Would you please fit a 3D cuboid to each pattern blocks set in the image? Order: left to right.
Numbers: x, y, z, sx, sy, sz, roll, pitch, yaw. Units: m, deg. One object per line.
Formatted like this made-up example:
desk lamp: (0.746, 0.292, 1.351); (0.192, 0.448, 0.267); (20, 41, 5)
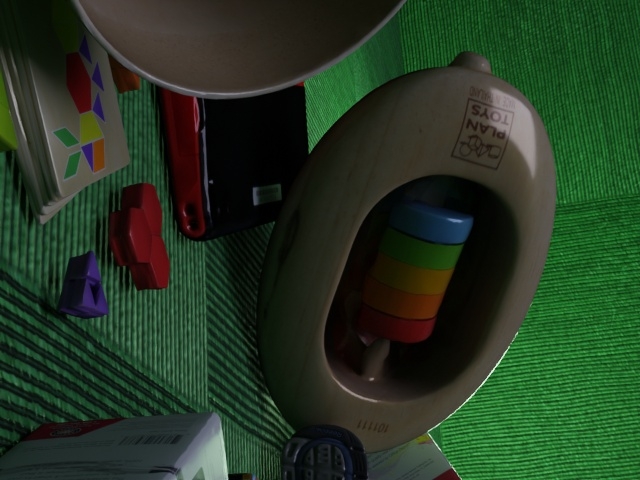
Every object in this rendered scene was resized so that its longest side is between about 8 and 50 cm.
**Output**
pattern blocks set: (-0.169, -0.111, 0.704); (0.285, 0.026, 0.324); (-27, 108, -79)

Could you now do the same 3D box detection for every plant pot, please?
plant pot: (-0.072, -0.255, 0.670); (0.191, 0.284, 0.284); (44, -16, 37)

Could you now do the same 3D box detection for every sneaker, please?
sneaker: (0.008, 0.339, 1.102); (0.129, 0.111, 0.297); (88, 6, -57)

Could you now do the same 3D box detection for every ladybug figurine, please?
ladybug figurine: (0.081, 0.010, 1.182); (0.449, 0.305, 0.162); (-68, -155, 17)

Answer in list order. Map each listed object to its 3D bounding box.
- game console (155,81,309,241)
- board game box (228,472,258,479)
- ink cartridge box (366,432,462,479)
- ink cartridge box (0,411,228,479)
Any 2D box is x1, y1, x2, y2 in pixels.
game console: (-0.087, -0.183, 1.113); (0.386, 0.060, 0.342); (-22, 109, -75)
board game box: (-0.060, 0.298, 0.929); (0.141, 0.048, 0.170); (69, 16, -58)
ink cartridge box: (0.080, 0.274, 1.298); (0.175, 0.127, 0.072); (54, -9, 36)
ink cartridge box: (-0.117, 0.142, 0.563); (0.150, 0.109, 0.063); (-47, 132, -77)
